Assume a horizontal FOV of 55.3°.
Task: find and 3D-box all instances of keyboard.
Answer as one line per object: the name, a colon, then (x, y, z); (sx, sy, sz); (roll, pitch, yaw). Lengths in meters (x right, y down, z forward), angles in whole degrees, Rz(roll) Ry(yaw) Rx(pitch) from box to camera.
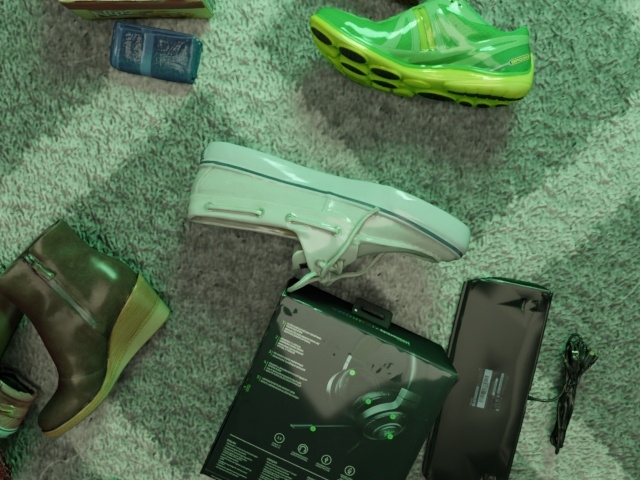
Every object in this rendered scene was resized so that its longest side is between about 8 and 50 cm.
keyboard: (0.271, 0.216, 0.868); (0.201, 0.033, 0.317); (12, 98, 7)

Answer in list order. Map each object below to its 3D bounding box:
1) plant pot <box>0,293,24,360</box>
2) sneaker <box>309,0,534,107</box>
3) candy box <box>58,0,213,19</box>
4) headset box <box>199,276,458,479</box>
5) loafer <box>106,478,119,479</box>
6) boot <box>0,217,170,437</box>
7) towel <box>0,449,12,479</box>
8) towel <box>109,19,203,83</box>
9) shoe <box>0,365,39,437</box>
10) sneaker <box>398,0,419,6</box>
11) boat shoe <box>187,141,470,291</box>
plant pot: (-0.484, 0.128, 0.801); (0.166, 0.167, 0.165); (19, 56, 0)
sneaker: (0.130, -0.255, 0.792); (0.295, 0.109, 0.124); (12, 86, -4)
candy box: (-0.236, -0.454, 0.779); (0.182, 0.087, 0.317); (0, 96, 1)
headset box: (0.014, 0.215, 0.825); (0.246, 0.131, 0.283); (24, 97, 0)
loafer: (-0.353, 0.391, 0.904); (0.125, 0.039, 0.045); (-23, 96, 4)
boot: (-0.353, 0.119, 0.824); (0.207, 0.090, 0.248); (43, 82, -24)
towel: (-0.502, 0.247, 0.798); (0.198, 0.275, 0.031); (28, 54, -6)
towel: (-0.225, -0.255, 0.832); (0.119, 0.029, 0.067); (12, 98, 0)
shoe: (-0.498, 0.203, 0.879); (0.178, 0.063, 0.081); (35, 95, -7)
sneaker: (0.071, -0.394, 0.792); (0.192, 0.064, 0.086); (34, 91, -4)
boat shoe: (-0.002, -0.002, 0.782); (0.367, 0.136, 0.157); (18, 79, 3)
